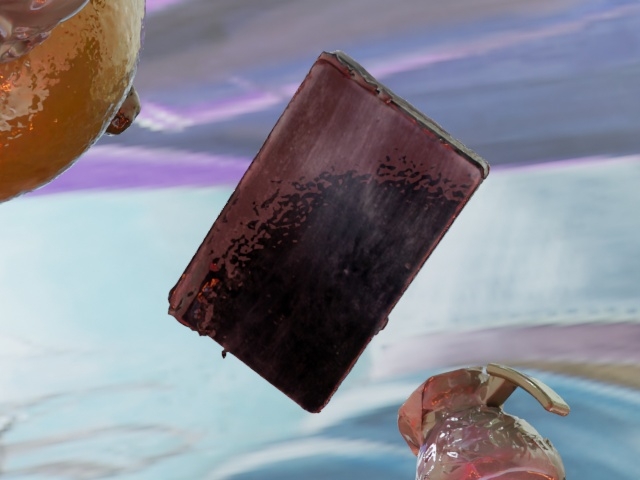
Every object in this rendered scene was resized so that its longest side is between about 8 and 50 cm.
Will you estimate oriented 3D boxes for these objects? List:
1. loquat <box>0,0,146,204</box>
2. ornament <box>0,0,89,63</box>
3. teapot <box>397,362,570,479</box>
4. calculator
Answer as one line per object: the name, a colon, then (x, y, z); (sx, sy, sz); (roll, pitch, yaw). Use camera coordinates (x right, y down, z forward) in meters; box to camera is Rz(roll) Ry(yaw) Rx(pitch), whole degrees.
loquat: (-0.279, -0.172, 1.324); (0.359, 0.328, 0.328); (30, -144, -48)
ornament: (-0.138, -0.173, 0.932); (0.120, 0.285, 0.130); (56, 140, 10)
teapot: (0.070, 0.085, 0.697); (0.083, 0.064, 0.064); (-54, 38, 25)
calculator: (0.000, 0.000, 1.274); (0.261, 0.161, 0.021); (-55, -7, 24)
